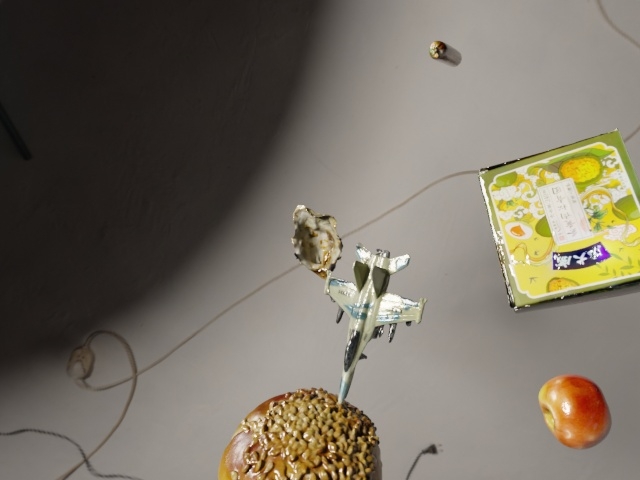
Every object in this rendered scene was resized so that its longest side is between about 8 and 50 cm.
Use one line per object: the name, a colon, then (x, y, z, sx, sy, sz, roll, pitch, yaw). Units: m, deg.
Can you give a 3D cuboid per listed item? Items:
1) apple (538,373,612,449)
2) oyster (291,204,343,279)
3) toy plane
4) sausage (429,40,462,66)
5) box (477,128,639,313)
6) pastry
apple: (0.591, 0.391, 1.146, 0.139, 0.163, 0.164, -15, 98, 0)
oyster: (-0.003, 0.006, 0.952, 0.103, 0.051, 0.148, 10, 112, 18)
toy plane: (0.073, 0.140, 0.824, 0.192, 0.088, 0.262, 15, 97, 35)
sausage: (0.104, -0.152, 0.407, 0.015, 0.100, 0.015, 7, 107, 22)
box: (0.658, -0.042, 1.332, 0.372, 0.138, 0.421, -16, 69, 22)
pastry: (-0.040, 0.509, 1.157, 0.409, 0.410, 0.245, 1, 111, -4)
